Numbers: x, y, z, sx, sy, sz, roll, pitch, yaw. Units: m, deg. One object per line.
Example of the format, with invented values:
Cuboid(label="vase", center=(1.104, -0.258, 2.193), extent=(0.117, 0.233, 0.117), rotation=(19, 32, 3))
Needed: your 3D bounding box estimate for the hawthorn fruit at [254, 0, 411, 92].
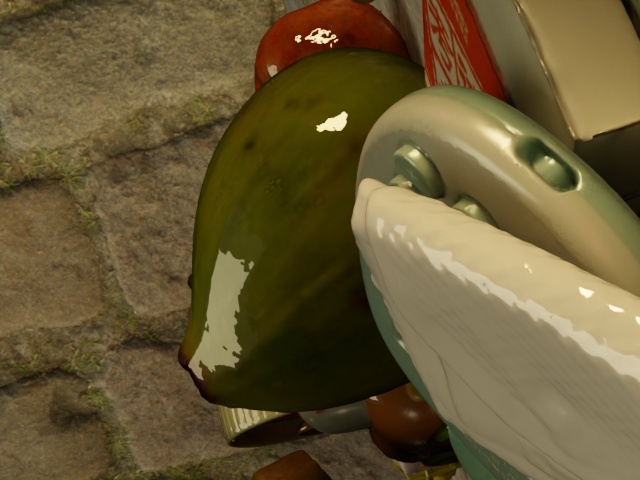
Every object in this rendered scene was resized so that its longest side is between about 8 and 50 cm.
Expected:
Cuboid(label="hawthorn fruit", center=(0.009, -0.123, 0.977), extent=(0.125, 0.125, 0.140), rotation=(75, 176, -47))

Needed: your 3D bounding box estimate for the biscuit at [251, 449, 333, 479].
Cuboid(label="biscuit", center=(0.090, 0.329, 0.974), extent=(0.394, 0.070, 0.350), rotation=(45, 171, 30))

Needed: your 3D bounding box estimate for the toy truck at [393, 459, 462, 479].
Cuboid(label="toy truck", center=(0.104, 0.181, 1.286), extent=(0.227, 0.098, 0.114), rotation=(69, 180, -76))

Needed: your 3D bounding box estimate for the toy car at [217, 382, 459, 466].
Cuboid(label="toy car", center=(0.026, 0.112, 1.015), extent=(0.235, 0.235, 0.145), rotation=(78, 175, -73))

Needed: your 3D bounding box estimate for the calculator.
Cuboid(label="calculator", center=(0.082, 0.050, 0.511), extent=(0.184, 0.042, 0.295), rotation=(46, 164, 26))

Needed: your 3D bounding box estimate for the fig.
Cuboid(label="fig", center=(0.000, 0.000, 0.778), extent=(0.203, 0.225, 0.203), rotation=(49, 168, 14))

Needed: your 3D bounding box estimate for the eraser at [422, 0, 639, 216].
Cuboid(label="eraser", center=(0.080, -0.057, 0.529), extent=(0.230, 0.038, 0.157), rotation=(78, 175, -67))

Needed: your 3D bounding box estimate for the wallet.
Cuboid(label="wallet", center=(0.078, 0.051, 0.386), extent=(0.183, 0.032, 0.124), rotation=(30, 155, 45))

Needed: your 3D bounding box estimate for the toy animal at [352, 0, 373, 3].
Cuboid(label="toy animal", center=(0.011, -0.234, 0.519), extent=(0.149, 0.054, 0.275), rotation=(-16, -71, -61))
